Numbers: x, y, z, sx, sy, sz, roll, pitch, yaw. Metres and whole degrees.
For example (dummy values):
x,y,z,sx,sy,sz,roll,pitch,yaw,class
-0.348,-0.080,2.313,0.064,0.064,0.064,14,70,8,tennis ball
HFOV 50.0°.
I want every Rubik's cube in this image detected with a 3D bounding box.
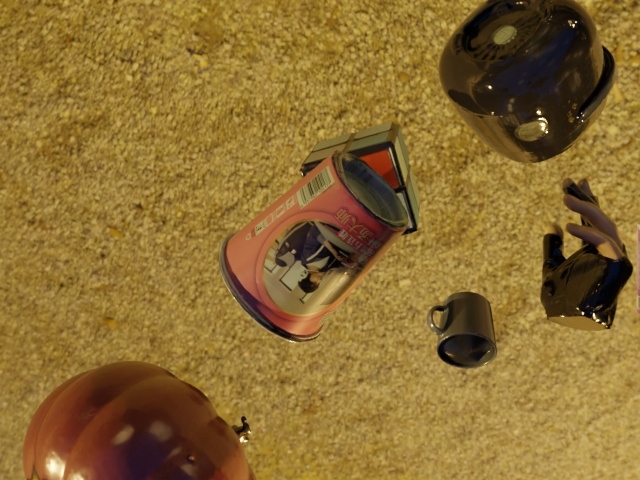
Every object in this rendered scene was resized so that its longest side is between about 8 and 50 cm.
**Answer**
x,y,z,sx,sy,sz,roll,pitch,yaw,class
0.081,-0.104,1.291,0.180,0.167,0.183,-12,111,15,Rubik's cube

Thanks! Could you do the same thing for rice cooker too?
x,y,z,sx,sy,sz,roll,pitch,yaw,class
0.340,-0.282,1.145,0.267,0.267,0.224,-29,134,17,rice cooker

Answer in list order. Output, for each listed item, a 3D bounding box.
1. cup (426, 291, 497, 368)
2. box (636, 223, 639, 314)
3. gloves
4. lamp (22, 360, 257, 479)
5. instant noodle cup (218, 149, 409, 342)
x,y,z,sx,sy,sz,roll,pitch,yaw,class
0.186,0.113,0.919,0.100,0.077,0.078,27,133,-16,cup
0.416,0.036,0.835,0.050,0.036,0.117,-3,98,-5,box
0.502,0.024,1.326,0.152,0.301,0.197,2,171,-23,gloves
-0.118,0.164,0.479,0.182,0.140,0.182,22,131,28,lamp
0.000,0.000,1.103,0.244,0.244,0.255,34,117,-27,instant noodle cup
